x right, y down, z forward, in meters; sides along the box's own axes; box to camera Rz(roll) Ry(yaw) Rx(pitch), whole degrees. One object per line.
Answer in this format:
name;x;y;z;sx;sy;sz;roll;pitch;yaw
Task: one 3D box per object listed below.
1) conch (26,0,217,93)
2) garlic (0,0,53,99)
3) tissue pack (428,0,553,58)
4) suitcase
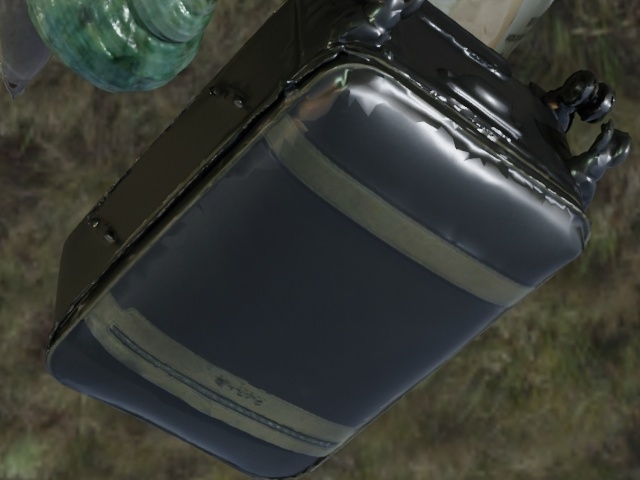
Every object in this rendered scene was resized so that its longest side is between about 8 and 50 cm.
conch;-0.187;-0.226;1.212;0.188;0.176;0.122;7;175;-2
garlic;-0.348;-0.270;1.513;0.087;0.101;0.195;24;129;33
tissue pack;0.120;-0.250;1.359;0.390;0.195;0.375;-52;168;20
suitcase;0.000;0.000;0.995;0.283;0.194;0.434;31;123;-28
